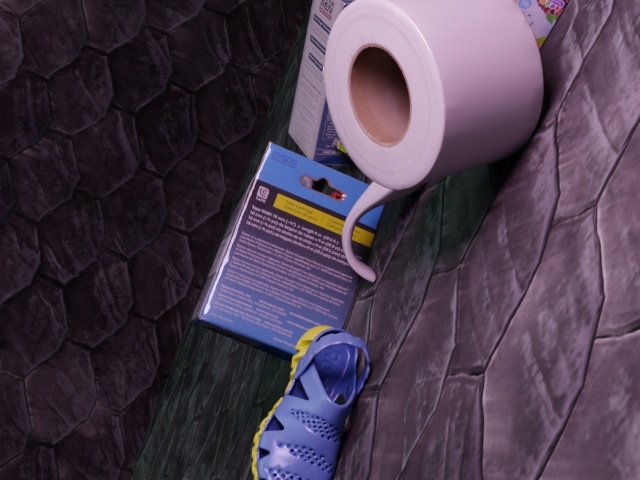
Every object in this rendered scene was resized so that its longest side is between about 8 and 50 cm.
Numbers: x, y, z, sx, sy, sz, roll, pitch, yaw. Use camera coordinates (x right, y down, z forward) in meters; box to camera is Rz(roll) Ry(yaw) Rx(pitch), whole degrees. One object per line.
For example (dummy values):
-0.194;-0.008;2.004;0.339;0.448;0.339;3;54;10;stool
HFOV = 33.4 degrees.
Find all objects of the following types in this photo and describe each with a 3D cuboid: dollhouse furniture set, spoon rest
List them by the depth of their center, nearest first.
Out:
0.108;-0.071;1.746;0.137;0.084;0.276;-115;48;-73;spoon rest
0.078;-0.185;2.121;0.058;0.076;0.151;-53;15;3;dollhouse furniture set

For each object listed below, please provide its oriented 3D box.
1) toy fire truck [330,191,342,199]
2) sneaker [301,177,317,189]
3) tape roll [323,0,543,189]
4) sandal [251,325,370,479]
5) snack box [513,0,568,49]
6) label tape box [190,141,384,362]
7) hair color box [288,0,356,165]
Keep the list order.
0.000;0.000;2.159;0.192;0.047;0.135;-69;14;-5;toy fire truck
-0.075;-0.141;2.568;0.281;0.115;0.105;160;132;-73;sneaker
0.140;-0.201;1.367;0.246;0.169;0.246;33;132;46;tape roll
-0.008;0.255;1.575;0.138;0.126;0.317;-38;32;58;sandal
0.252;-0.322;1.444;0.037;0.141;0.100;-90;26;-61;snack box
-0.051;0.032;1.872;0.106;0.241;0.333;148;144;-72;label tape box
0.033;-0.347;2.219;0.174;0.105;0.347;-125;40;-54;hair color box
